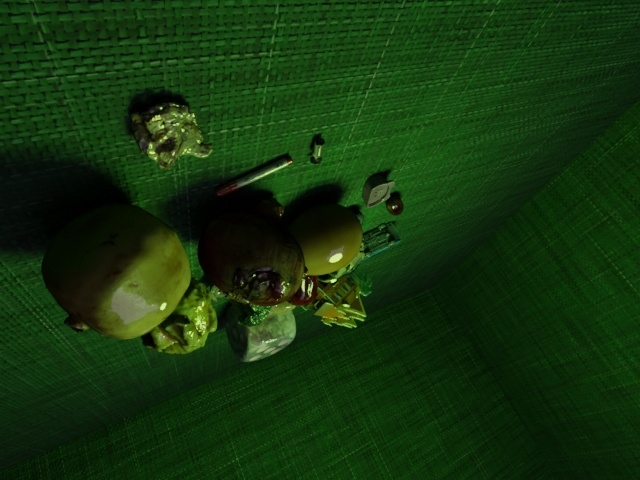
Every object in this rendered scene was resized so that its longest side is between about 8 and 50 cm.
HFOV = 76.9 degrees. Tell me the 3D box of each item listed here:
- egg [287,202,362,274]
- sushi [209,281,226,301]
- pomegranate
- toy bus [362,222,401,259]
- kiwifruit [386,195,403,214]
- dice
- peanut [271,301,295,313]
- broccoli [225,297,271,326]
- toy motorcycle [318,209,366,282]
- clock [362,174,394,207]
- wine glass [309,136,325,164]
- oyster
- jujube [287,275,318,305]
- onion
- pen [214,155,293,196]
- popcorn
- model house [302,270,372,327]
[{"bbox_3d":[0.000,0.000,1.484,0.322,0.250,0.250,-25,159,17],"label":"egg"},{"bbox_3d":[-0.366,0.146,1.578,0.272,0.135,0.109,-17,142,27],"label":"sushi"},{"bbox_3d":[-0.488,0.076,0.974,0.332,0.333,0.333,-24,157,-11],"label":"pomegranate"},{"bbox_3d":[0.265,0.017,1.997,0.246,0.114,0.134,-25,163,-12],"label":"toy bus"},{"bbox_3d":[0.325,-0.152,1.764,0.075,0.075,0.124,-34,154,13],"label":"kiwifruit"},{"bbox_3d":[-0.300,0.420,1.994,0.270,0.270,0.271,-10,151,-35],"label":"dice"},{"bbox_3d":[-0.216,0.293,1.883,0.213,0.100,0.100,10,142,-21],"label":"peanut"},{"bbox_3d":[-0.290,0.226,1.696,0.241,0.262,0.269,12,161,6],"label":"broccoli"},{"bbox_3d":[0.085,0.045,1.768,0.236,0.169,0.410,-29,144,-24],"label":"toy motorcycle"},{"bbox_3d":[0.223,-0.197,1.577,0.109,0.050,0.153,-23,157,-13],"label":"clock"},{"bbox_3d":[-0.007,-0.266,1.193,0.042,0.039,0.083,-16,150,-21],"label":"wine glass"},{"bbox_3d":[-0.313,-0.223,0.882,0.191,0.081,0.163,-7,145,-48],"label":"oyster"},{"bbox_3d":[-0.096,0.154,1.734,0.183,0.183,0.244,-21,116,-18],"label":"jujube"},{"bbox_3d":[-0.208,0.058,1.258,0.353,0.354,0.354,-24,157,-11],"label":"onion"},{"bbox_3d":[-0.191,-0.185,1.161,0.238,0.028,0.028,-26,157,-6],"label":"pen"},{"bbox_3d":[-0.501,0.258,1.417,0.274,0.279,0.335,29,133,-15],"label":"popcorn"},{"bbox_3d":[0.103,0.279,2.015,0.357,0.313,0.242,-40,174,-48],"label":"model house"}]
